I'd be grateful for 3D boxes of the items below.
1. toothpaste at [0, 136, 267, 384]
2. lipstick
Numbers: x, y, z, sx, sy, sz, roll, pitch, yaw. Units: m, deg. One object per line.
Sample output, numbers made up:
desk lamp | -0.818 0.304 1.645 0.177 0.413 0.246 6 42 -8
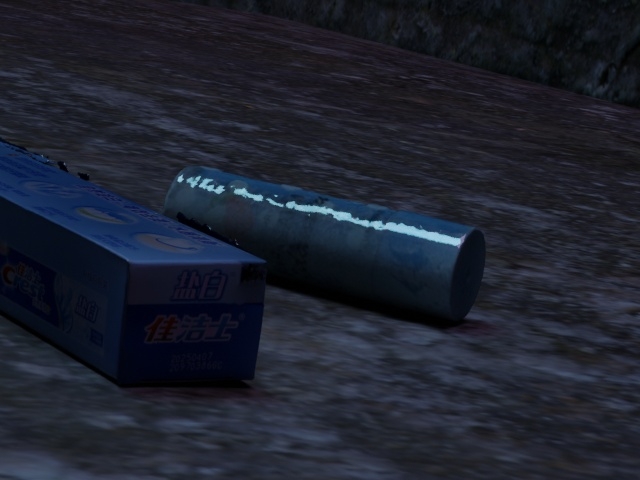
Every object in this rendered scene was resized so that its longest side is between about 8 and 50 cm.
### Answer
toothpaste | -0.121 0.000 0.828 0.066 0.053 0.272 -2 15 -35
lipstick | 0.000 0.000 0.964 0.158 0.048 0.048 13 10 23
